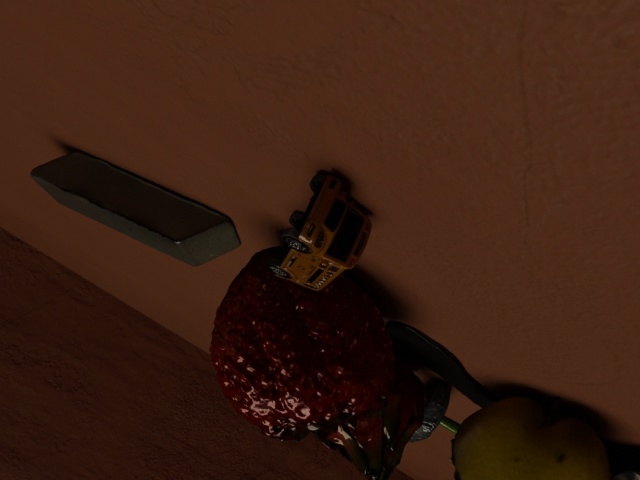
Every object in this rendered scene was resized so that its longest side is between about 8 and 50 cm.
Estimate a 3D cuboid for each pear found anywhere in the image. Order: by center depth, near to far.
[{"bbox_3d":[0.359,0.343,0.839,0.267,0.267,0.178,25,132,9],"label":"pear"}]

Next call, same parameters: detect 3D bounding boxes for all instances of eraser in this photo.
[{"bbox_3d":[-0.309,-0.053,0.892,0.353,0.077,0.111,23,160,13],"label":"eraser"}]

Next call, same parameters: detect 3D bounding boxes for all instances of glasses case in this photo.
[{"bbox_3d":[0.217,0.372,1.141,0.067,0.109,0.282,28,158,8],"label":"glasses case"}]

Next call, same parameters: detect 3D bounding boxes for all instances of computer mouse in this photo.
[{"bbox_3d":[0.559,0.438,0.903,0.168,0.087,0.295,16,157,22],"label":"computer mouse"}]

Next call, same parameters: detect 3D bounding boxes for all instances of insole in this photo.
[{"bbox_3d":[0.235,0.238,0.961,0.348,0.009,0.119,40,157,-26],"label":"insole"}]

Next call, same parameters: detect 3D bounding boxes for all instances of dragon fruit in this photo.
[{"bbox_3d":[0.098,0.319,0.976,0.234,0.293,0.233,-12,144,-9],"label":"dragon fruit"}]

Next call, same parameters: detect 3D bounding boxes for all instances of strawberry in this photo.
[{"bbox_3d":[-0.021,0.144,0.787,0.239,0.250,0.288,-9,102,22],"label":"strawberry"}]

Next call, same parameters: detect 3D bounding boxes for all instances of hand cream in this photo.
[{"bbox_3d":[0.298,0.448,1.323,0.122,0.023,0.036,29,169,4],"label":"hand cream"}]

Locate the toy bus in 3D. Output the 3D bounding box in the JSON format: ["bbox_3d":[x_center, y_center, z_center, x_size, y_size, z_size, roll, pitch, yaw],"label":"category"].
[{"bbox_3d":[0.000,0.000,0.625,0.088,0.083,0.194,27,161,-4],"label":"toy bus"}]
